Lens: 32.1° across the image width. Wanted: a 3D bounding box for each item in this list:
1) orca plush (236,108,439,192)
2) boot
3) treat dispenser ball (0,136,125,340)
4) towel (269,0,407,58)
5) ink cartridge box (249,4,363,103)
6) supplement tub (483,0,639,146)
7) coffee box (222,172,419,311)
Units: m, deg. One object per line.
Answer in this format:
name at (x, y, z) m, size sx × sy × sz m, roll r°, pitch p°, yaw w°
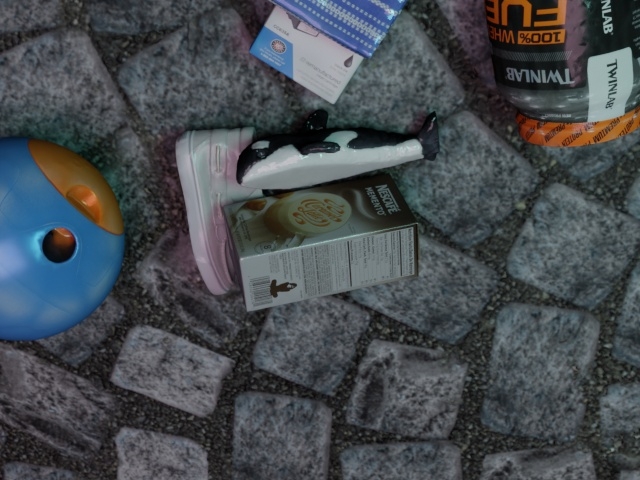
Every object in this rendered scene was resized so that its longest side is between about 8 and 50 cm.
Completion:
orca plush at (0.019, -0.147, 1.551) m, size 0.287 × 0.151 × 0.102 m, roll -14°, pitch 73°, yaw 4°
boot at (-0.125, -0.041, 1.621) m, size 0.123 × 0.095 × 0.258 m, roll -6°, pitch 116°, yaw 9°
treat dispenser ball at (-0.421, -0.002, 1.569) m, size 0.288 × 0.288 × 0.288 m, roll 3°, pitch 115°, yaw 6°
towel at (0.049, -0.428, 1.391) m, size 0.243 × 0.040 × 0.336 m, roll 31°, pitch 93°, yaw -6°
ink cartridge box at (0.013, -0.304, 1.490) m, size 0.140 × 0.082 × 0.190 m, roll 31°, pitch 115°, yaw -6°
supplement tub at (0.307, -0.301, 1.383) m, size 0.207 × 0.207 × 0.338 m, roll -8°, pitch 113°, yaw 11°
coffee box at (0.000, 0.000, 1.551) m, size 0.247 × 0.141 × 0.098 m, roll -12°, pitch 126°, yaw -9°
